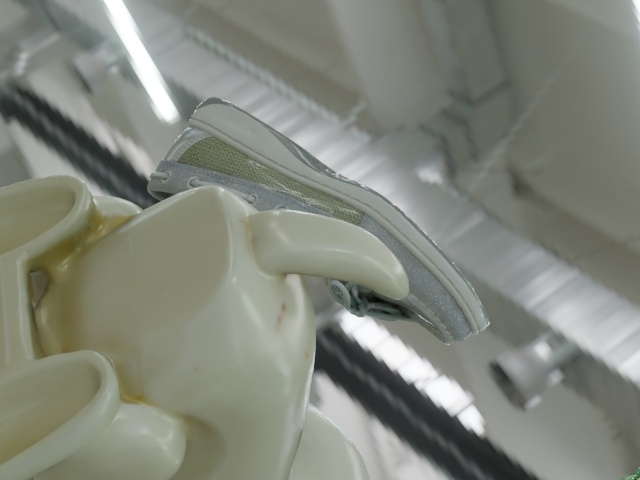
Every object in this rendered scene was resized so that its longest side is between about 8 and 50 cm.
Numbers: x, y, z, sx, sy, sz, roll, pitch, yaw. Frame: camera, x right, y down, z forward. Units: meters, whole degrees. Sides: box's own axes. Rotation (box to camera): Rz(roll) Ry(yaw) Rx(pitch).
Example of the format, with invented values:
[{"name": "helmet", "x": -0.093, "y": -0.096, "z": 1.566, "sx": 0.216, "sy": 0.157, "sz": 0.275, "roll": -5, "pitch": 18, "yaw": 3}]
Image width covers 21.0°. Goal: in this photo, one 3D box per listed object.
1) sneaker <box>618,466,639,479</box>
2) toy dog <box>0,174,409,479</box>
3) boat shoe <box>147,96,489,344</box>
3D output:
[{"name": "sneaker", "x": 0.324, "y": 0.239, "z": 1.598, "sx": 0.109, "sy": 0.123, "sz": 0.295, "roll": 37, "pitch": -46, "yaw": -8}, {"name": "toy dog", "x": -0.099, "y": 0.144, "z": 1.355, "sx": 0.285, "sy": 0.395, "sz": 0.408, "roll": 62, "pitch": 0, "yaw": 45}, {"name": "boat shoe", "x": -0.002, "y": -0.002, "z": 1.427, "sx": 0.320, "sy": 0.103, "sz": 0.118, "roll": 35, "pitch": -8, "yaw": 21}]
